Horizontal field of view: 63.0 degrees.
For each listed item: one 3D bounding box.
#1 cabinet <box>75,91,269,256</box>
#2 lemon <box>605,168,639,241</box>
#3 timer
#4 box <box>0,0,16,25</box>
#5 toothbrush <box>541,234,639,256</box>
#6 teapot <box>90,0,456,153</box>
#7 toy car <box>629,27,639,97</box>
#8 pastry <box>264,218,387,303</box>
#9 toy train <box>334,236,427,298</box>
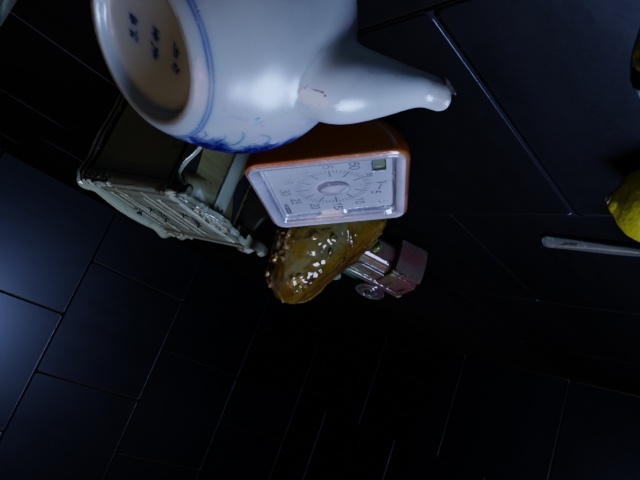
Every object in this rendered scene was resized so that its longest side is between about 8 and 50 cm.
[{"bbox_3d":[-0.269,-0.134,1.105,0.317,0.228,0.290,11,161,32],"label":"cabinet"},{"bbox_3d":[0.449,-0.046,0.688,0.133,0.109,0.109,7,160,23],"label":"lemon"},{"bbox_3d":[0.030,-0.120,0.906,0.249,0.162,0.257,10,162,11],"label":"timer"},{"bbox_3d":[-0.413,-0.386,0.587,0.148,0.156,0.231,27,162,-22],"label":"box"},{"bbox_3d":[0.545,0.018,0.927,0.297,0.030,0.030,10,135,40],"label":"toothbrush"},{"bbox_3d":[-0.066,-0.226,0.521,0.424,0.280,0.252,38,139,19],"label":"teapot"},{"bbox_3d":[0.325,-0.192,0.290,0.198,0.166,0.314,17,135,7],"label":"toy car"},{"bbox_3d":[0.000,0.000,1.148,0.162,0.310,0.255,48,161,15],"label":"pastry"},{"bbox_3d":[0.117,0.045,1.390,0.304,0.150,0.221,26,153,-13],"label":"toy train"}]
